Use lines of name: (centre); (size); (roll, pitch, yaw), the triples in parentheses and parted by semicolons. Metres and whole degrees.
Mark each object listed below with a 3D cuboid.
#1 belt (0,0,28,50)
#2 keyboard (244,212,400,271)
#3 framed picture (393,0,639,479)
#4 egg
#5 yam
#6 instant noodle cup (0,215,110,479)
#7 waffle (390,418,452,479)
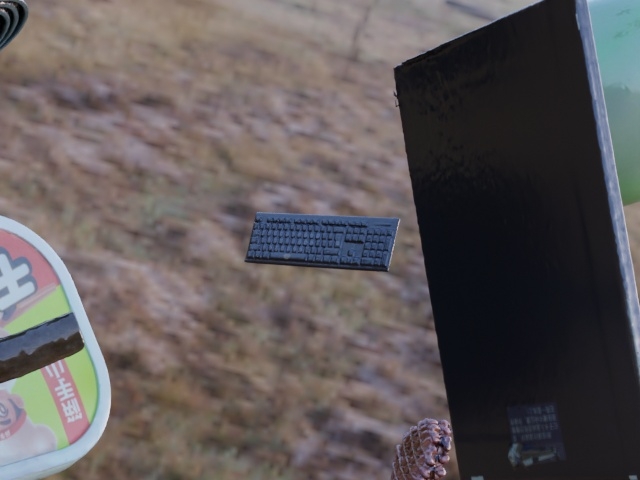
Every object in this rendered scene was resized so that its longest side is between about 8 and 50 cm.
belt: (-0.404, -0.182, 1.620); (0.116, 0.267, 0.206); (55, -13, 6)
keyboard: (0.000, 0.000, 1.909); (0.198, 0.063, 0.010); (3, -19, 36)
framed picture: (0.143, 0.009, 1.257); (0.014, 0.338, 0.255); (-7, -5, -28)
egg: (0.312, -0.150, 1.834); (0.220, 0.270, 0.220); (26, 47, -31)
yam: (-0.356, 0.128, 1.443); (0.327, 0.045, 0.045); (-19, 53, -6)
instant noodle cup: (-0.406, 0.155, 1.669); (0.294, 0.294, 0.308); (4, -27, -44)
waffle: (0.090, 0.199, 1.564); (0.029, 0.075, 0.083); (26, -31, -16)
